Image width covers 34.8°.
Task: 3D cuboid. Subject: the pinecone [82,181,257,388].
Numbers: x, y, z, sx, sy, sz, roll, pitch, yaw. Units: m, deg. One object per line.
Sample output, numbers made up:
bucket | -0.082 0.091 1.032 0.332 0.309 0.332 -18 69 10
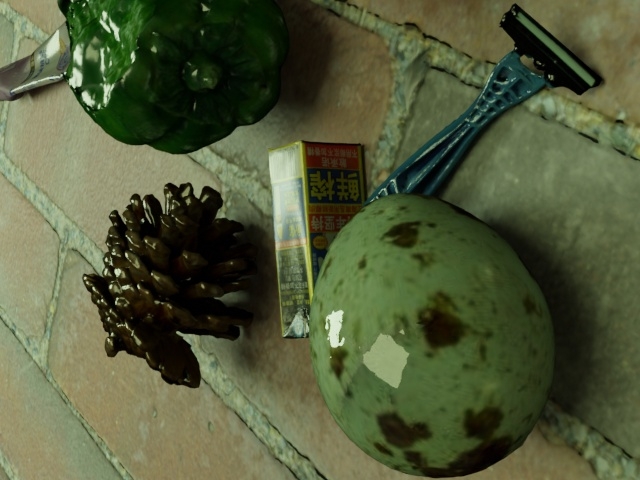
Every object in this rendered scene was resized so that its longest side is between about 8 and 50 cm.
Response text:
pinecone | -0.143 0.038 0.993 0.179 0.150 0.195 35 116 45

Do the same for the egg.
egg | 0.073 0.058 0.724 0.169 0.169 0.231 -58 31 33

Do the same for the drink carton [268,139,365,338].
drink carton | 0.000 0.000 0.882 0.056 0.071 0.165 -9 83 54

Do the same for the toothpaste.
toothpaste | -0.355 -0.233 1.326 0.301 0.048 0.075 -15 75 47

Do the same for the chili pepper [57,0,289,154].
chili pepper | -0.151 -0.206 0.999 0.213 0.168 0.385 -60 35 12

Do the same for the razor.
razor | 0.102 -0.072 0.785 0.082 0.042 0.253 38 132 -5
